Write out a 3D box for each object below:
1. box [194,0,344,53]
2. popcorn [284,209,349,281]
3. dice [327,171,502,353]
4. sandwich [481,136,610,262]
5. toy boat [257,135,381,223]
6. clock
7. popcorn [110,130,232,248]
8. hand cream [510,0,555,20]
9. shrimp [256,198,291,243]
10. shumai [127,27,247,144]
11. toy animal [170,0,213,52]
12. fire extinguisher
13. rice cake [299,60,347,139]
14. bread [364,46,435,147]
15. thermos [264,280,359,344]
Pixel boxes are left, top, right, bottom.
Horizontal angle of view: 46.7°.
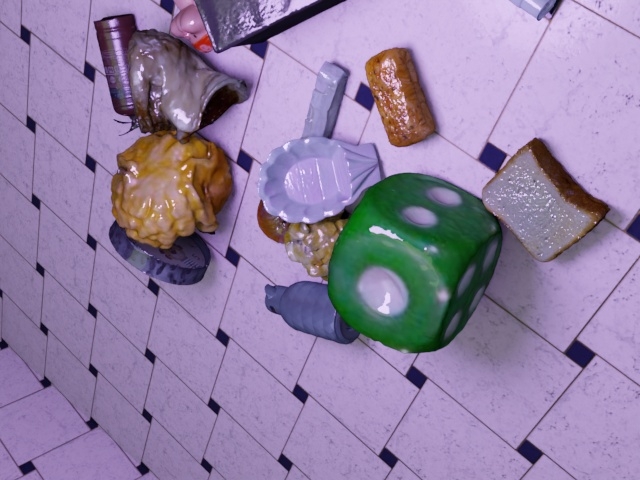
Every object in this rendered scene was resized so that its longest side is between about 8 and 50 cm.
[{"bbox_3d":[-0.087,-0.580,1.543,0.345,0.204,0.251,-16,102,29],"label":"box"},{"bbox_3d":[-0.001,0.001,1.858,0.185,0.167,0.187,49,140,2],"label":"popcorn"},{"bbox_3d":[0.206,0.045,1.613,0.287,0.300,0.297,26,126,25],"label":"dice"},{"bbox_3d":[0.446,-0.078,1.499,0.215,0.065,0.186,50,135,9],"label":"sandwich"},{"bbox_3d":[-0.006,-0.149,1.758,0.290,0.100,0.200,-12,97,0],"label":"toy boat"},{"bbox_3d":[-0.465,0.012,2.177,0.312,0.312,0.061,40,111,18],"label":"clock"},{"bbox_3d":[-0.404,-0.128,2.061,0.349,0.349,0.382,30,167,26],"label":"popcorn"},{"bbox_3d":[0.299,-0.532,1.391,0.331,0.058,0.085,43,135,15],"label":"hand cream"},{"bbox_3d":[-0.103,-0.093,1.976,0.150,0.068,0.249,19,130,18],"label":"shrimp"},{"bbox_3d":[-0.329,-0.405,1.916,0.288,0.330,0.292,-4,108,0],"label":"shumai"},{"bbox_3d":[-0.294,-0.565,1.825,0.171,0.171,0.198,-4,105,42],"label":"toy animal"},{"bbox_3d":[-0.566,-0.470,2.132,0.135,0.114,0.338,-1,113,19],"label":"fire extinguisher"},{"bbox_3d":[-0.006,-0.274,1.792,0.066,0.063,0.336,30,128,16],"label":"rice cake"},{"bbox_3d":[0.169,-0.309,1.608,0.114,0.083,0.211,-12,102,48],"label":"bread"},{"bbox_3d":[-0.016,0.188,2.003,0.286,0.145,0.182,10,151,40],"label":"thermos"}]
